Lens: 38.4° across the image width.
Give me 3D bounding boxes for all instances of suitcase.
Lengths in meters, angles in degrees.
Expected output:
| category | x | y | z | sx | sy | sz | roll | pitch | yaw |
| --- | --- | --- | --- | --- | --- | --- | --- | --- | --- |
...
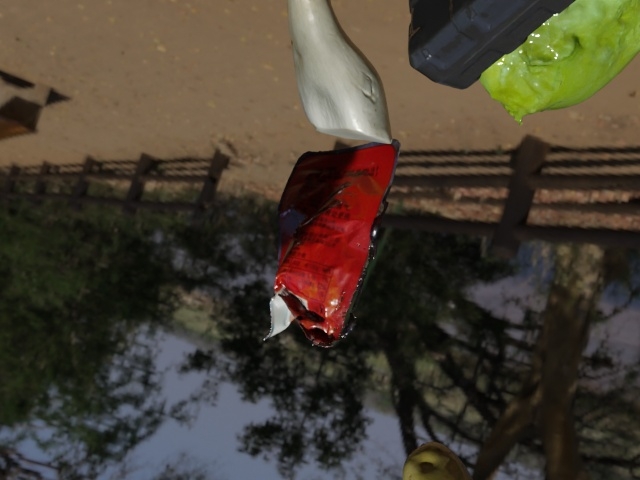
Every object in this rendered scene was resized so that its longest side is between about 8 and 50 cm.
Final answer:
| category | x | y | z | sx | sy | sz | roll | pitch | yaw |
| --- | --- | --- | --- | --- | --- | --- | --- | --- | --- |
| suitcase | 0.148 | -0.285 | 0.744 | 0.066 | 0.286 | 0.206 | 19 | 146 | -26 |

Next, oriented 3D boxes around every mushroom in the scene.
| category | x | y | z | sx | sy | sz | roll | pitch | yaw |
| --- | --- | --- | --- | --- | --- | --- | --- | --- | --- |
| mushroom | 0.014 | -0.206 | 1.033 | 0.093 | 0.225 | 0.116 | -20 | -172 | -12 |

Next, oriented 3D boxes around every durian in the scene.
| category | x | y | z | sx | sy | sz | roll | pitch | yaw |
| --- | --- | --- | --- | --- | --- | --- | --- | --- | --- |
| durian | 0.281 | -0.292 | 1.016 | 0.204 | 0.340 | 0.256 | 31 | -164 | 30 |

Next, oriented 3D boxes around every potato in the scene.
| category | x | y | z | sx | sy | sz | roll | pitch | yaw |
| --- | --- | --- | --- | --- | --- | --- | --- | --- | --- |
| potato | 0.102 | 0.242 | 0.780 | 0.070 | 0.138 | 0.091 | -2 | 164 | 34 |

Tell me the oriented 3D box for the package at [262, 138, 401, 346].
| category | x | y | z | sx | sy | sz | roll | pitch | yaw |
| --- | --- | --- | --- | --- | --- | --- | --- | --- | --- |
| package | 0.000 | 0.000 | 1.144 | 0.194 | 0.269 | 0.071 | 4 | 167 | 39 |
